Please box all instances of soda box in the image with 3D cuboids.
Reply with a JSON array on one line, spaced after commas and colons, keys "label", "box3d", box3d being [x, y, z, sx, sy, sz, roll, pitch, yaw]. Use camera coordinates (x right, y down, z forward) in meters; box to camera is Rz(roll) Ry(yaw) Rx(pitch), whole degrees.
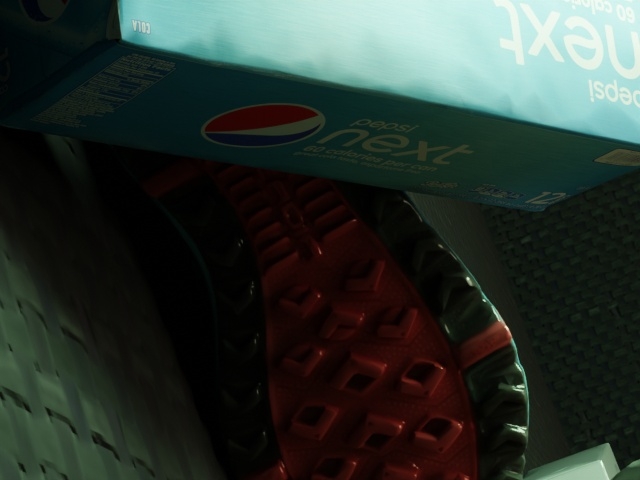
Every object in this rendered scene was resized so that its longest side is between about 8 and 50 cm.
[{"label": "soda box", "box3d": [0.010, -0.062, 0.561, 0.210, 0.067, 0.071, 8, 69, -38]}]

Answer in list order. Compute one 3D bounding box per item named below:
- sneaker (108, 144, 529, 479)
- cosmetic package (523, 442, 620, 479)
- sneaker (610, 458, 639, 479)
[{"label": "sneaker", "box3d": [0.000, 0.000, 0.671, 0.125, 0.104, 0.262, -71, 139, -82]}, {"label": "cosmetic package", "box3d": [0.283, 0.379, 1.700, 0.284, 0.097, 0.377, 9, 60, -78]}, {"label": "sneaker", "box3d": [0.087, 0.048, 0.360, 0.447, 0.257, 0.169, -63, 147, -33]}]
